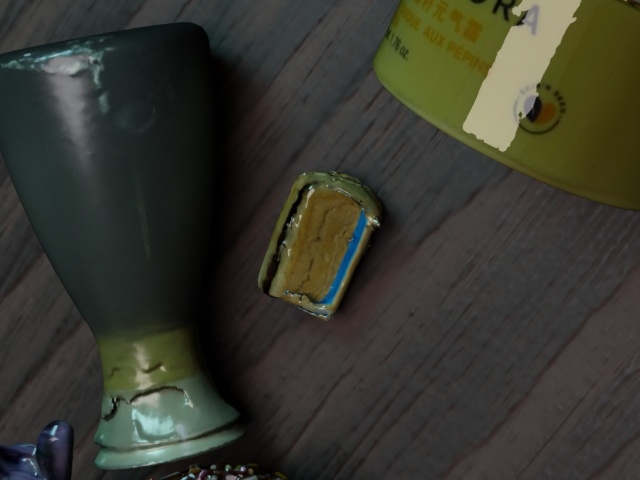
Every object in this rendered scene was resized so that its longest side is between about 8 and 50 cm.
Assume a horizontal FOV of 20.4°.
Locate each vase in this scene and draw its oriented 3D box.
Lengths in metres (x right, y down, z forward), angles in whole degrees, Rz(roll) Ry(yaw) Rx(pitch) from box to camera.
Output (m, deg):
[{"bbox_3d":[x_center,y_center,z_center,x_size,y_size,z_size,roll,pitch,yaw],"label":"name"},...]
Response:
[{"bbox_3d":[-0.146,0.005,1.350,0.173,0.173,0.321,-7,96,26],"label":"vase"}]

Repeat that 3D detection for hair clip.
[{"bbox_3d":[-0.209,0.230,1.349,0.090,0.278,0.137,1,51,11],"label":"hair clip"}]

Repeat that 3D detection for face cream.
[{"bbox_3d":[0.165,-0.146,1.149,0.218,0.218,0.179,31,107,21],"label":"face cream"}]

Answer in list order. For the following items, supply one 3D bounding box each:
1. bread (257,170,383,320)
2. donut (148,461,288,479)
[{"bbox_3d":[0.000,0.000,1.334,0.072,0.053,0.106,24,108,-1],"label":"bread"},{"bbox_3d":[-0.067,0.271,1.339,0.235,0.089,0.235,1,101,7],"label":"donut"}]
